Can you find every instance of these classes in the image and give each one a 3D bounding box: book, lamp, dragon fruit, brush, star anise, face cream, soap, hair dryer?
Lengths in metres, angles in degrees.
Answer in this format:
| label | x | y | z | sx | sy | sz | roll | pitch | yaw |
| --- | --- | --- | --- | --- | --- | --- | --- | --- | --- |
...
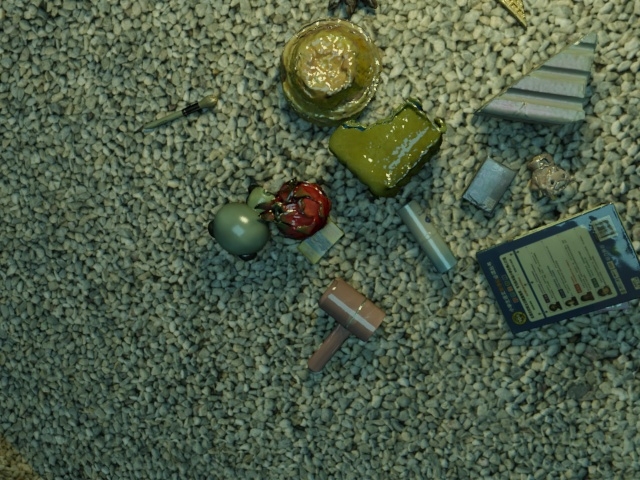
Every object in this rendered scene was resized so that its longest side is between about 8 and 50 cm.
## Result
| label | x | y | z | sx | sy | sz | roll | pitch | yaw |
| --- | --- | --- | --- | --- | --- | --- | --- | --- | --- |
| book | 0.735 | 0.097 | 1.609 | 0.427 | 0.039 | 0.300 | -24 | 92 | 29 |
| lamp | -0.248 | -0.065 | 1.764 | 0.197 | 0.198 | 0.244 | 37 | 79 | 4 |
| dragon fruit | -0.077 | -0.096 | 1.687 | 0.192 | 0.274 | 0.193 | -29 | 88 | 45 |
| brush | -0.491 | -0.446 | 1.827 | 0.298 | 0.039 | 0.042 | -16 | 91 | 15 |
| star anise | 0.119 | -0.815 | 1.644 | 0.196 | 0.073 | 0.213 | 3 | 100 | 12 |
| face cream | 0.348 | -0.014 | 1.703 | 0.077 | 0.077 | 0.250 | -34 | 90 | 13 |
| soap | 0.628 | -0.483 | 1.549 | 0.301 | 0.159 | 0.258 | 10 | 102 | 7 |
| hair dryer | 0.040 | 0.318 | 1.791 | 0.210 | 0.125 | 0.353 | 37 | 109 | 5 |

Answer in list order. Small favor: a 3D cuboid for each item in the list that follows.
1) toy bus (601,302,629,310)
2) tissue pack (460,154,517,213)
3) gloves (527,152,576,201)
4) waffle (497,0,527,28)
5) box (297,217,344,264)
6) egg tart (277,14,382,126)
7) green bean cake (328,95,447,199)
| label | x | y | z | sx | sy | sz | roll | pitch | yaw |
| --- | --- | --- | --- | --- | --- | --- | --- | --- | --- |
| toy bus | 0.863 | 0.085 | 1.617 | 0.112 | 0.090 | 0.274 | -17 | 94 | 19 |
| tissue pack | 0.536 | -0.178 | 1.663 | 0.112 | 0.051 | 0.156 | 31 | 101 | 2 |
| gloves | 0.702 | -0.198 | 1.612 | 0.110 | 0.094 | 0.144 | -43 | 80 | 1 |
| waffle | 0.609 | -0.730 | 1.591 | 0.097 | 0.023 | 0.153 | -44 | 87 | 13 |
| box | 0.000 | 0.000 | 1.797 | 0.087 | 0.023 | 0.155 | 43 | 103 | -1 |
| egg tart | 0.023 | -0.541 | 1.663 | 0.351 | 0.150 | 0.353 | 1 | 96 | 7 |
| green bean cake | 0.212 | -0.311 | 1.642 | 0.310 | 0.202 | 0.285 | -44 | 76 | 12 |
